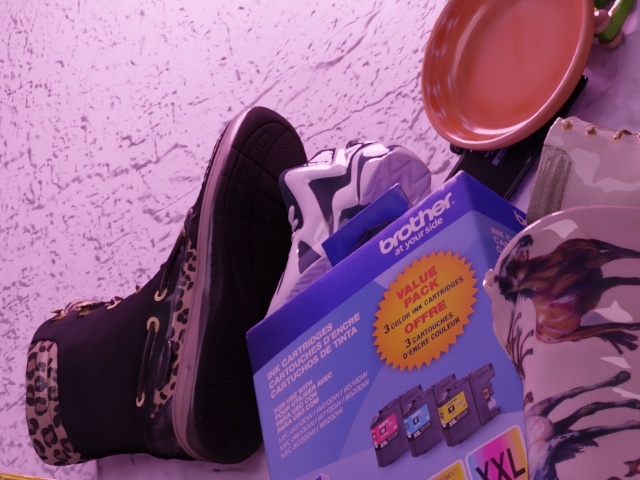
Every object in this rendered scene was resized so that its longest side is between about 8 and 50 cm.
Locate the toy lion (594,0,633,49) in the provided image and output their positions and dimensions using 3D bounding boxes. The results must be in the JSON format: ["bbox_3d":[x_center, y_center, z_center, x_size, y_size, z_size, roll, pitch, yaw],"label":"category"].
[{"bbox_3d":[0.249,-0.223,1.705,0.100,0.034,0.096,7,62,50],"label":"toy lion"}]

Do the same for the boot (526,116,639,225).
[{"bbox_3d":[0.273,-0.079,1.504,0.165,0.077,0.213,27,89,37],"label":"boot"}]

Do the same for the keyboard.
[{"bbox_3d":[0.167,-0.091,1.708,0.180,0.023,0.108,-56,43,2],"label":"keyboard"}]

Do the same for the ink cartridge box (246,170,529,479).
[{"bbox_3d":[0.091,0.134,1.532,0.270,0.151,0.395,-38,39,24],"label":"ink cartridge box"}]

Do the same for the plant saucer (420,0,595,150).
[{"bbox_3d":[0.175,-0.173,1.690,0.200,0.037,0.200,-25,54,40],"label":"plant saucer"}]

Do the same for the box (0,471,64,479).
[{"bbox_3d":[-0.202,0.382,1.640,0.257,0.079,0.322,7,64,13],"label":"box"}]

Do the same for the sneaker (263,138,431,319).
[{"bbox_3d":[0.000,0.000,1.780,0.235,0.094,0.153,-64,28,5],"label":"sneaker"}]

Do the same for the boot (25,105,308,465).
[{"bbox_3d":[-0.158,0.059,1.883,0.284,0.138,0.377,-15,59,42],"label":"boot"}]

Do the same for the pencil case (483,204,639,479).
[{"bbox_3d":[0.203,0.167,1.212,0.183,0.160,0.410,-14,49,13],"label":"pencil case"}]
